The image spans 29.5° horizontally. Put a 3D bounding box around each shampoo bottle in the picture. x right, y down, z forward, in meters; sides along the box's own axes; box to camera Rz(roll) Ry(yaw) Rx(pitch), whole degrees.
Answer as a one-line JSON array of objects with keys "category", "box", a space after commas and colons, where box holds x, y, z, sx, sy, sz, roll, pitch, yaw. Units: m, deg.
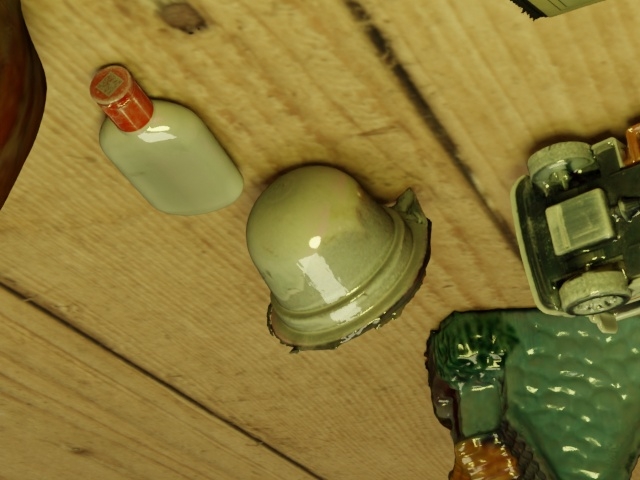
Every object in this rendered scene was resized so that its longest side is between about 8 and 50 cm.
[{"category": "shampoo bottle", "box": [-0.156, -0.093, 1.175, 0.108, 0.051, 0.221, -6, 153, 16]}]

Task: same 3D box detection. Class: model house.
[{"category": "model house", "box": [0.304, 0.310, 1.678, 0.297, 0.339, 0.360, -3, 154, 0]}]

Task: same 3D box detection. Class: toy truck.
[{"category": "toy truck", "box": [0.394, -0.040, 1.165, 0.387, 0.173, 0.207, -22, 155, 31]}]

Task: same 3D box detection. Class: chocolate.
[{"category": "chocolate", "box": [0.006, -0.005, 1.252, 0.221, 0.221, 0.147, -13, 125, 23]}]

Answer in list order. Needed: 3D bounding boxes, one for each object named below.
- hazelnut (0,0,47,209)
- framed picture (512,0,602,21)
[{"category": "hazelnut", "box": [-0.388, -0.091, 0.907, 0.366, 0.366, 0.366, -1, 153, 0]}, {"category": "framed picture", "box": [0.225, -0.215, 0.918, 0.199, 0.010, 0.195, -15, 169, 26]}]
